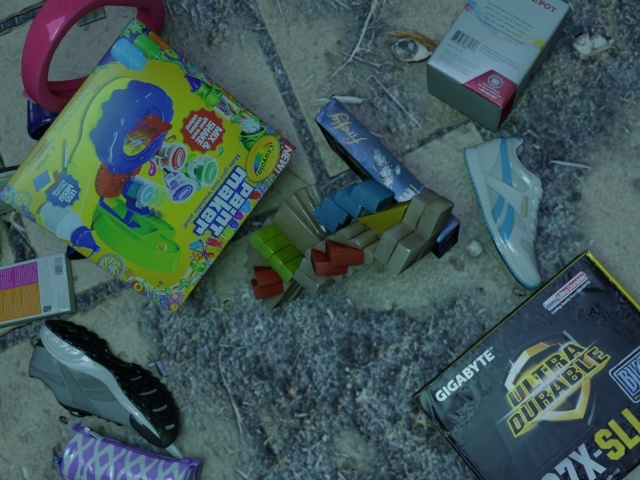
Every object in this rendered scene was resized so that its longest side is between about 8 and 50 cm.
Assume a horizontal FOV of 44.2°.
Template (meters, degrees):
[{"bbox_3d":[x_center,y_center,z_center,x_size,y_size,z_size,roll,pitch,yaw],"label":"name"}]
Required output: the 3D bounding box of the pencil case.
[{"bbox_3d":[-0.277,0.332,1.153,0.206,0.086,0.088,14,93,9],"label":"pencil case"}]

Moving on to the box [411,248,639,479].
[{"bbox_3d":[0.329,0.213,1.086,0.322,0.079,0.257,-40,80,1],"label":"box"}]

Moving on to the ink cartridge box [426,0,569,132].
[{"bbox_3d":[0.254,-0.275,1.144,0.128,0.127,0.176,34,88,13],"label":"ink cartridge box"}]

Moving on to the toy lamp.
[{"bbox_3d":[-0.402,-0.110,1.247,0.080,0.080,0.275,-22,81,5],"label":"toy lamp"}]

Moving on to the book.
[{"bbox_3d":[-0.465,0.080,1.249,0.144,0.035,0.096,-12,77,6],"label":"book"}]

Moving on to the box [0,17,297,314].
[{"bbox_3d":[-0.241,-0.104,1.115,0.279,0.177,0.290,37,88,-19],"label":"box"}]

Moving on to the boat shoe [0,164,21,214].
[{"bbox_3d":[-0.566,-0.076,1.266,0.233,0.084,0.079,-22,53,-1],"label":"boat shoe"}]

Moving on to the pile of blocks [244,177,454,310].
[{"bbox_3d":[0.000,0.000,1.058,0.362,0.112,0.149,-21,96,41],"label":"pile of blocks"}]

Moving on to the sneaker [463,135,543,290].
[{"bbox_3d":[0.277,-0.042,1.121,0.092,0.087,0.229,-19,75,11],"label":"sneaker"}]

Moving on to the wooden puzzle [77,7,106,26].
[{"bbox_3d":[-0.388,-0.389,1.322,0.083,0.006,0.049,-18,79,5],"label":"wooden puzzle"}]

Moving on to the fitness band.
[{"bbox_3d":[-0.331,-0.286,1.157,0.054,0.291,0.209,38,113,5],"label":"fitness band"}]

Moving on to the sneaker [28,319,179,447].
[{"bbox_3d":[-0.325,0.228,1.180,0.271,0.100,0.108,32,98,17],"label":"sneaker"}]

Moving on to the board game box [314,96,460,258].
[{"bbox_3d":[0.098,-0.084,1.121,0.042,0.165,0.243,-43,77,0],"label":"board game box"}]
